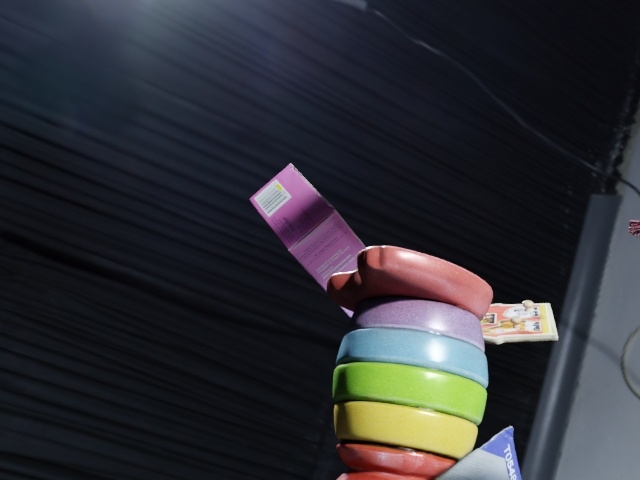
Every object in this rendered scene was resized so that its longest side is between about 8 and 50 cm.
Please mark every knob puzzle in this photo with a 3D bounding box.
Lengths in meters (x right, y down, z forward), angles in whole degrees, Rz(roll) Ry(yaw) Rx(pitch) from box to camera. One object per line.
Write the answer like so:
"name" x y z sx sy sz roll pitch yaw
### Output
"knob puzzle" 0.311 0.137 1.184 0.213 0.213 0.029 -158 58 -68

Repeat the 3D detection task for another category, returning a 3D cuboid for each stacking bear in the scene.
"stacking bear" 0.077 0.176 0.656 0.175 0.164 0.288 133 150 -67

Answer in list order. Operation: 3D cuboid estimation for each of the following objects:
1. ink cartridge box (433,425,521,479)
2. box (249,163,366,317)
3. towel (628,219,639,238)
"ink cartridge box" 0.128 0.295 0.531 0.045 0.224 0.223 -9 98 50
"box" 0.000 0.000 1.346 0.117 0.243 0.213 -41 40 1
"towel" 0.953 0.007 1.620 0.329 0.237 0.037 5 78 47
